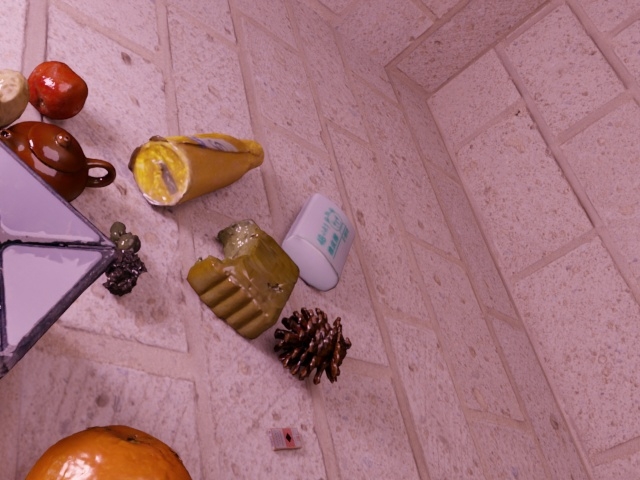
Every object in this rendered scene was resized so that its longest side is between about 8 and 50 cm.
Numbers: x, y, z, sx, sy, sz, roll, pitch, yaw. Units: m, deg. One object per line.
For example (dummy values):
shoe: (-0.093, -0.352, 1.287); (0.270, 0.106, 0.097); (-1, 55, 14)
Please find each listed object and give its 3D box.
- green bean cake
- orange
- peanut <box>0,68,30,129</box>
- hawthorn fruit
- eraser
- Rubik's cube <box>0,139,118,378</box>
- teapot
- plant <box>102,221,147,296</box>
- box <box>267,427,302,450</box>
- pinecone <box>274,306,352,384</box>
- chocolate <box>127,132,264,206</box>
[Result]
green bean cake: (-0.168, 0.079, 1.495); (0.233, 0.124, 0.236); (46, 30, -13)
orange: (-0.291, 0.378, 0.876); (0.246, 0.246, 0.246); (36, 33, -29)
peanut: (-0.611, -0.242, 1.170); (0.098, 0.103, 0.229); (60, 22, -24)
hawthorn fruit: (-0.559, -0.315, 1.361); (0.128, 0.128, 0.128); (36, 33, -29)
eraser: (0.000, 0.000, 1.854); (0.189, 0.104, 0.290); (43, 30, -12)
Rubik's cube: (-0.481, 0.049, 0.883); (0.255, 0.259, 0.260); (46, 45, -17)
teapot: (-0.504, -0.154, 1.244); (0.252, 0.135, 0.178); (14, 51, -48)
plant: (-0.389, 0.035, 1.271); (0.085, 0.087, 0.174); (75, 0, -50)
box: (-0.075, 0.423, 1.375); (0.083, 0.012, 0.046); (17, 45, -47)
pinecone: (-0.020, 0.246, 1.505); (0.195, 0.150, 0.179); (36, 34, -29)
chocolate: (-0.280, -0.205, 1.619); (0.162, 0.162, 0.445); (55, 27, 1)
